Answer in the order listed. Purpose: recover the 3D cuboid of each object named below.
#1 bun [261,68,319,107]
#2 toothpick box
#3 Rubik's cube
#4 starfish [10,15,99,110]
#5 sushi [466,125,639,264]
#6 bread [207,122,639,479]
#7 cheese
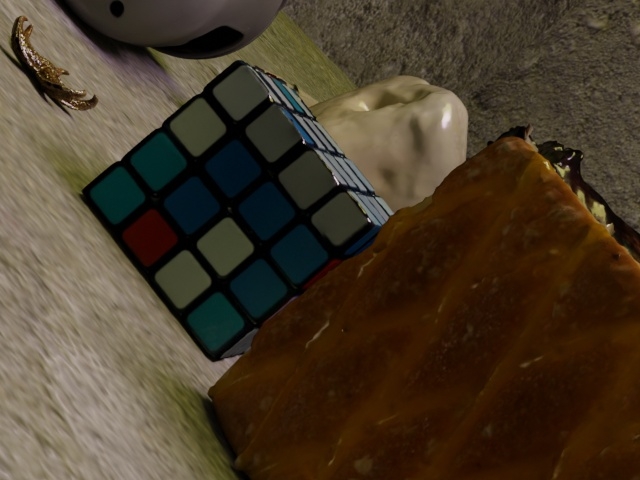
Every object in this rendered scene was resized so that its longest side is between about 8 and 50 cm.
[{"bbox_3d":[-0.029,-0.092,1.750,0.210,0.116,0.237,44,9,-33],"label":"bun"},{"bbox_3d":[-0.151,-0.304,1.670,0.229,0.229,0.316,50,9,4],"label":"toothpick box"},{"bbox_3d":[-0.050,-0.020,1.203,0.154,0.151,0.155,52,8,7],"label":"Rubik's cube"},{"bbox_3d":[-0.212,-0.137,1.288,0.091,0.028,0.078,52,2,33],"label":"starfish"},{"bbox_3d":[0.270,0.048,2.141,0.294,0.299,0.281,50,-20,-18],"label":"sushi"},{"bbox_3d":[0.118,0.130,1.009,0.207,0.279,0.279,44,13,-49],"label":"bread"},{"bbox_3d":[-0.001,0.000,1.433,0.173,0.251,0.248,-143,-135,-66],"label":"cheese"}]
